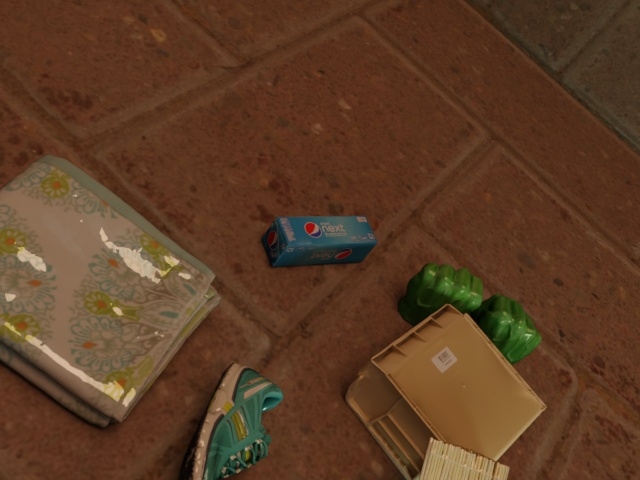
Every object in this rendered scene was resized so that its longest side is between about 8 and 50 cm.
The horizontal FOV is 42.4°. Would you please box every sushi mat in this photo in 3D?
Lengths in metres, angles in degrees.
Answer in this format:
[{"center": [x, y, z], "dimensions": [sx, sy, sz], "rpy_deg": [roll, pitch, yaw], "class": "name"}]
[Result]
[{"center": [0.188, 0.466, 1.227], "dimensions": [0.151, 0.019, 0.316], "rpy_deg": [22, 73, -16], "class": "sushi mat"}]

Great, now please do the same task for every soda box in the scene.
[{"center": [0.000, 0.000, 1.556], "dimensions": [0.210, 0.071, 0.067], "rpy_deg": [-1, 55, -35], "class": "soda box"}]

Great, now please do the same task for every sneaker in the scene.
[{"center": [-0.126, 0.288, 1.182], "dimensions": [0.110, 0.107, 0.275], "rpy_deg": [25, 40, -1], "class": "sneaker"}]

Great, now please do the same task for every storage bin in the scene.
[{"center": [0.216, 0.279, 1.432], "dimensions": [0.262, 0.123, 0.260], "rpy_deg": [-27, 72, -44], "class": "storage bin"}]

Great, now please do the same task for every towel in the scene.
[{"center": [-0.365, 0.065, 1.241], "dimensions": [0.374, 0.090, 0.320], "rpy_deg": [36, 42, -2], "class": "towel"}]

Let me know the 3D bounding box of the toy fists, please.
[{"center": [0.294, 0.140, 1.586], "dimensions": [0.279, 0.142, 0.096], "rpy_deg": [33, 43, -7], "class": "toy fists"}]
